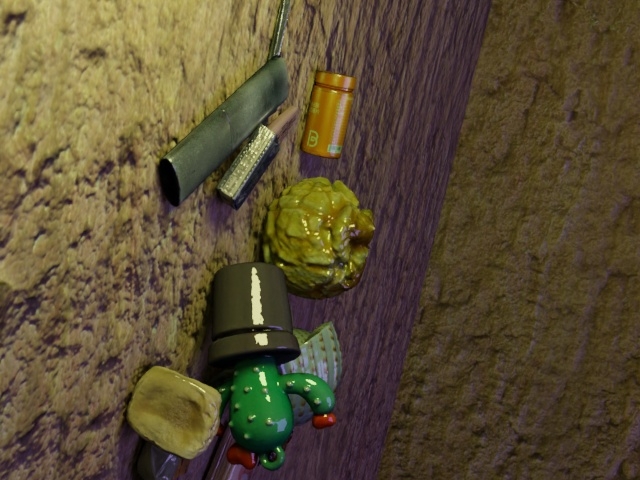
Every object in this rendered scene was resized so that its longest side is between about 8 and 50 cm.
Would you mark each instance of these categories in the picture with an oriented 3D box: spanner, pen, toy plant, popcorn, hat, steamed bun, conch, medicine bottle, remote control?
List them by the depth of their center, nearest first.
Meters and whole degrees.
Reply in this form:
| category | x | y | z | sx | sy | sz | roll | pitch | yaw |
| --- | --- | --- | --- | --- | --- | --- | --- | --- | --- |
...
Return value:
| category | x | y | z | sx | sy | sz | roll | pitch | yaw |
| --- | --- | --- | --- | --- | --- | --- | --- | --- | --- |
| remote control | -0.169 | -0.209 | 1.698 | 0.377 | 0.044 | 0.107 | -51 | 146 | -40 |
| steamed bun | -0.266 | 0.316 | 1.741 | 0.141 | 0.172 | 0.155 | -62 | 179 | -2 |
| hat | -0.324 | 0.437 | 1.805 | 0.166 | 0.081 | 0.122 | -63 | -157 | 13 |
| toy plant | -0.118 | 0.252 | 1.826 | 0.185 | 0.279 | 0.400 | 111 | -24 | -69 |
| spanner | -0.096 | -0.362 | 1.851 | 0.093 | 0.026 | 0.325 | -8 | 111 | -69 |
| pen | -0.096 | -0.227 | 1.945 | 0.197 | 0.032 | 0.053 | -54 | 153 | -48 |
| popcorn | -0.008 | 0.004 | 2.069 | 0.282 | 0.247 | 0.282 | 20 | 90 | -82 |
| conch | -0.079 | 0.320 | 2.070 | 0.319 | 0.303 | 0.215 | -36 | 96 | -40 |
| medicine bottle | 0.019 | -0.289 | 2.119 | 0.096 | 0.096 | 0.192 | -20 | 124 | -67 |

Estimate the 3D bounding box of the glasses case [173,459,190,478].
| category | x | y | z | sx | sy | sz | roll | pitch | yaw |
| --- | --- | --- | --- | --- | --- | --- | --- | --- | --- |
| glasses case | -0.286 | 0.402 | 1.902 | 0.064 | 0.041 | 0.170 | -3 | 107 | -69 |

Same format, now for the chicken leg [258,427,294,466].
| category | x | y | z | sx | sy | sz | roll | pitch | yaw |
| --- | --- | --- | --- | --- | --- | --- | --- | --- | --- |
| chicken leg | -0.133 | 0.545 | 2.442 | 0.253 | 0.051 | 0.106 | -48 | 142 | -50 |

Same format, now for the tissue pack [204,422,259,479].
| category | x | y | z | sx | sy | sz | roll | pitch | yaw |
| --- | --- | --- | --- | --- | --- | --- | --- | --- | --- |
| tissue pack | -0.228 | 0.599 | 2.181 | 0.170 | 0.071 | 0.325 | 63 | 46 | -66 |

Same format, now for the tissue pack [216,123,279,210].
| category | x | y | z | sx | sy | sz | roll | pitch | yaw |
| --- | --- | --- | --- | --- | --- | --- | --- | --- | --- |
| tissue pack | -0.139 | -0.140 | 1.789 | 0.156 | 0.051 | 0.112 | -56 | 174 | -9 |
